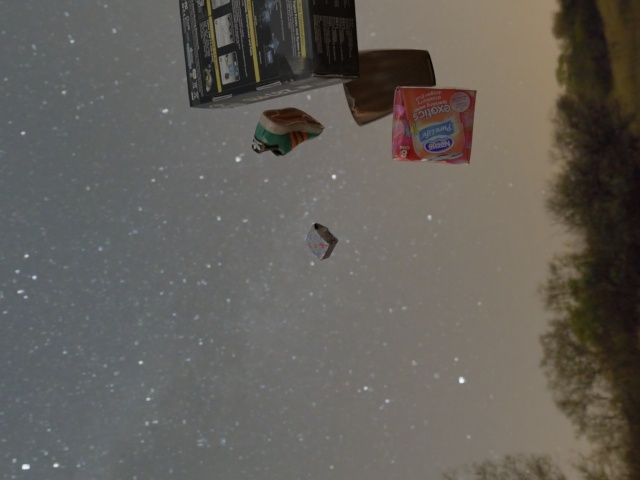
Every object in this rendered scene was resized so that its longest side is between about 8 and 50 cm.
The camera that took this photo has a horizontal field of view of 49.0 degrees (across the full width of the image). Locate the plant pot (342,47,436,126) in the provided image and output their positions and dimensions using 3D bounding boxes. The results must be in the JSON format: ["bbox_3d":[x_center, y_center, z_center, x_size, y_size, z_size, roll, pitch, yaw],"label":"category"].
[{"bbox_3d":[0.199,-0.450,1.964,0.215,0.231,0.215,-11,-90,-73],"label":"plant pot"}]

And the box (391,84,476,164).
[{"bbox_3d":[0.228,-0.244,1.437,0.300,0.154,0.142,-61,-26,-75],"label":"box"}]

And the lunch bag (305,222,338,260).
[{"bbox_3d":[0.000,0.000,1.924,0.053,0.071,0.083,-21,-122,-45],"label":"lunch bag"}]

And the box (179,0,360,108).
[{"bbox_3d":[-0.095,-0.404,1.001,0.097,0.318,0.394,-9,-84,-38],"label":"box"}]

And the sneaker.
[{"bbox_3d":[-0.102,-0.315,2.067,0.108,0.121,0.302,43,-153,19],"label":"sneaker"}]
